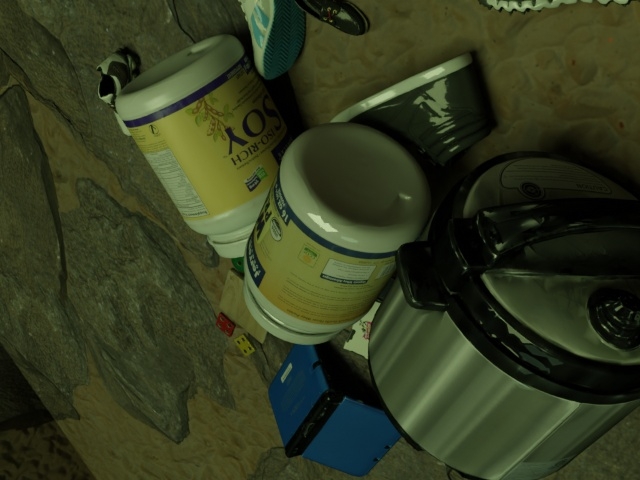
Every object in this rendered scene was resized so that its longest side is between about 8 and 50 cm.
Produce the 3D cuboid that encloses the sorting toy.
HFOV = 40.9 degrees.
[{"bbox_3d":[-0.148,0.139,1.848,0.132,0.046,0.274,38,137,18],"label":"sorting toy"}]

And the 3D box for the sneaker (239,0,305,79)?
[{"bbox_3d":[-0.086,-0.378,1.399,0.092,0.087,0.228,28,128,38],"label":"sneaker"}]

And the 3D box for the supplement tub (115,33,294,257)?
[{"bbox_3d":[-0.173,-0.160,1.491,0.241,0.241,0.331,-4,124,45],"label":"supplement tub"}]

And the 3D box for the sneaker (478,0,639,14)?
[{"bbox_3d":[0.299,-0.341,1.057,0.234,0.078,0.106,7,119,36],"label":"sneaker"}]

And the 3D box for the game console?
[{"bbox_3d":[0.030,0.356,1.849,0.293,0.173,0.250,-61,41,47],"label":"game console"}]

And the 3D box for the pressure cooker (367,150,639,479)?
[{"bbox_3d":[0.291,0.090,1.145,0.375,0.370,0.420,38,141,12],"label":"pressure cooker"}]

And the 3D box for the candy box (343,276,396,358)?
[{"bbox_3d":[0.174,0.167,1.491,0.233,0.071,0.159,24,135,4],"label":"candy box"}]

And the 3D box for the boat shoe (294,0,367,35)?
[{"bbox_3d":[0.015,-0.358,1.342,0.133,0.042,0.049,38,136,16],"label":"boat shoe"}]

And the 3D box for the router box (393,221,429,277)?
[{"bbox_3d":[0.143,0.030,1.491,0.133,0.046,0.179,39,138,15],"label":"router box"}]

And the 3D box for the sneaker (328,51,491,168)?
[{"bbox_3d":[0.132,-0.165,1.315,0.296,0.105,0.146,-19,98,44],"label":"sneaker"}]

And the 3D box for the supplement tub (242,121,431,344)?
[{"bbox_3d":[0.011,0.000,1.314,0.228,0.228,0.316,42,140,13],"label":"supplement tub"}]

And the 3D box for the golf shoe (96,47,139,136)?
[{"bbox_3d":[-0.421,-0.294,1.765,0.077,0.094,0.198,24,134,29],"label":"golf shoe"}]
